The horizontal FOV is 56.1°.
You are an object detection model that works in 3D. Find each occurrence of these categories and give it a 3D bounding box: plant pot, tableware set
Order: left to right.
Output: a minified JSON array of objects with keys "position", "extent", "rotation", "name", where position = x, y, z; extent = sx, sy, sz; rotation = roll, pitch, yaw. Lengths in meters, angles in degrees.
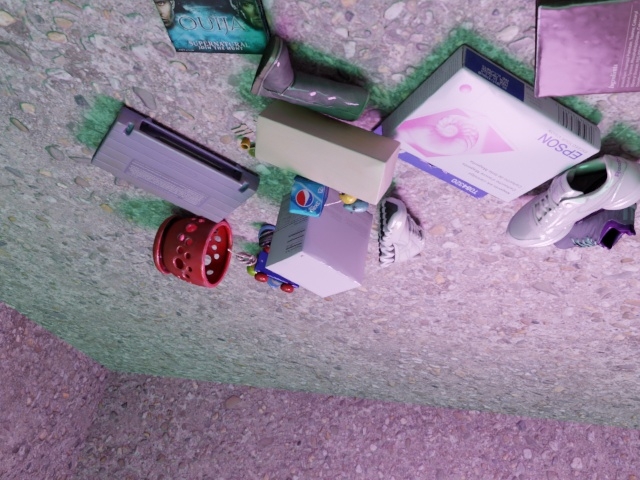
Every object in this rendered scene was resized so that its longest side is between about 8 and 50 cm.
[{"position":[-0.358,0.023,1.665],"extent":[0.173,0.191,0.191],"rotation":[11,152,12],"name":"plant pot"},{"position":[-0.114,-0.221,1.308],"extent":[0.154,0.024,0.104],"rotation":[-10,145,34],"name":"tableware set"}]

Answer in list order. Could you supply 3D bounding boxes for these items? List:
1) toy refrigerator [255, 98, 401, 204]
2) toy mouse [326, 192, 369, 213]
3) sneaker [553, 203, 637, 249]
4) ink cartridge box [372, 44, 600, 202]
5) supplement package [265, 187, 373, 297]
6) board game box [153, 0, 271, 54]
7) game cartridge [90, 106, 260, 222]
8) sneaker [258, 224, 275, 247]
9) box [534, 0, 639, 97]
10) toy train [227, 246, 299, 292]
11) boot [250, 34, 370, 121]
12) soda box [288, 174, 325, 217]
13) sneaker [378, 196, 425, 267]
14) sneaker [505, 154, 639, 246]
[{"position":[0.012,-0.179,1.179],"extent":[0.269,0.094,0.102],"rotation":[23,133,15],"name":"toy refrigerator"},{"position":[0.106,-0.102,1.380],"extent":[0.161,0.031,0.143],"rotation":[-38,154,20],"name":"toy mouse"},{"position":[0.599,-0.012,1.336],"extent":[0.083,0.098,0.224],"rotation":[19,150,-14],"name":"sneaker"},{"position":[0.298,-0.186,1.173],"extent":[0.323,0.072,0.330],"rotation":[22,148,-19],"name":"ink cartridge box"},{"position":[0.000,0.000,1.472],"extent":[0.194,0.203,0.149],"rotation":[31,146,-30],"name":"supplement package"},{"position":[-0.185,-0.381,1.046],"extent":[0.186,0.026,0.126],"rotation":[5,151,13],"name":"board game box"},{"position":[-0.352,-0.170,1.454],"extent":[0.354,0.068,0.230],"rotation":[27,152,-25],"name":"game cartridge"},{"position":[-0.088,0.022,1.672],"extent":[0.188,0.078,0.067],"rotation":[20,150,-15],"name":"sneaker"},{"position":[0.395,-0.312,0.804],"extent":[0.203,0.169,0.167],"rotation":[1,150,18],"name":"box"},{"position":[-0.185,0.075,1.796],"extent":[0.247,0.105,0.143],"rotation":[25,162,-22],"name":"toy train"},{"position":[-0.011,-0.279,1.077],"extent":[0.208,0.076,0.189],"rotation":[19,172,-12],"name":"boot"},{"position":[-0.019,-0.111,1.289],"extent":[0.067,0.210,0.071],"rotation":[10,106,3],"name":"soda box"},{"position":[0.201,-0.022,1.478],"extent":[0.118,0.110,0.292],"rotation":[0,158,5],"name":"sneaker"},{"position":[0.488,-0.087,1.218],"extent":[0.152,0.114,0.305],"rotation":[15,145,-35],"name":"sneaker"}]
